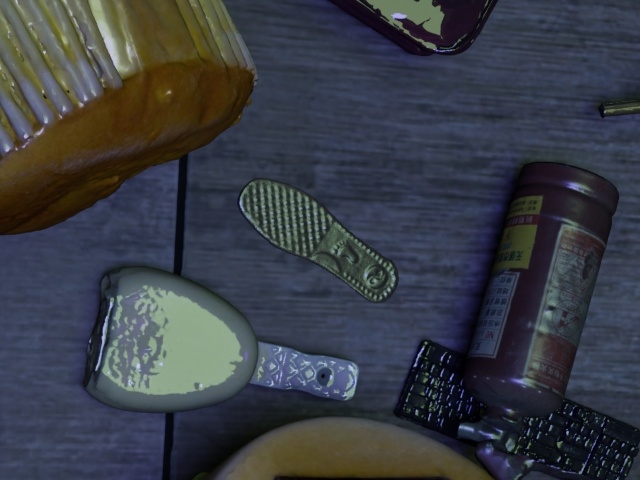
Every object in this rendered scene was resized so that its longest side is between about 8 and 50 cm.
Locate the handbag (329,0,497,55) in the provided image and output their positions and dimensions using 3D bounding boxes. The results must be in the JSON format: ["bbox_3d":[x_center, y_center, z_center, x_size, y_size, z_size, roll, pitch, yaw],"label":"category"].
[{"bbox_3d":[0.048,-0.254,1.216,0.216,0.074,0.203,30,80,-17],"label":"handbag"}]

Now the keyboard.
[{"bbox_3d":[0.148,0.132,1.287,0.195,0.018,0.060,22,86,-19],"label":"keyboard"}]

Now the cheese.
[{"bbox_3d":[-0.063,0.079,1.194,0.192,0.037,0.097,13,87,-19],"label":"cheese"}]

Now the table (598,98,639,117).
[{"bbox_3d":[0.290,-0.021,1.283,0.111,0.121,0.240,-18,96,-19],"label":"table"}]

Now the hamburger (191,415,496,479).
[{"bbox_3d":[0.016,0.252,1.112,0.302,0.170,0.302,14,45,-15],"label":"hamburger"}]

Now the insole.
[{"bbox_3d":[0.000,0.000,1.236,0.135,0.002,0.045,36,79,-18],"label":"insole"}]

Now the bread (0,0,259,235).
[{"bbox_3d":[-0.152,-0.091,1.059,0.133,0.179,0.250,60,32,3],"label":"bread"}]

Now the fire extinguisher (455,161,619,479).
[{"bbox_3d":[0.157,0.074,1.227,0.075,0.106,0.252,42,61,-57],"label":"fire extinguisher"}]
